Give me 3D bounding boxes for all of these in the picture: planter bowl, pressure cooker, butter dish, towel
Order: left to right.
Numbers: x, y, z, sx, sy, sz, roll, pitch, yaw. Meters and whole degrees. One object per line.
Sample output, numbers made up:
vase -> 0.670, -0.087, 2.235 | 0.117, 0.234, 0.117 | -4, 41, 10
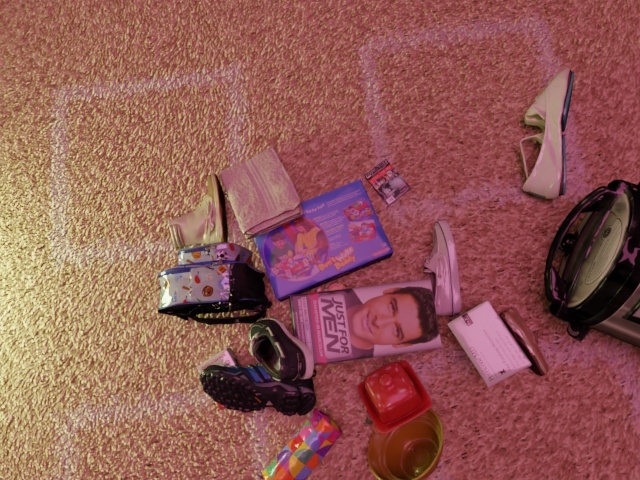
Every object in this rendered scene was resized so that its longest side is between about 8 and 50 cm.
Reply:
towel -> -0.174, -0.142, 1.391 | 0.187, 0.049, 0.282 | -26, 55, -5
butter dish -> 0.180, 0.382, 1.250 | 0.160, 0.118, 0.160 | -28, 44, -2
planter bowl -> 0.234, 0.532, 1.227 | 0.217, 0.217, 0.090 | -44, 115, -6
pressure cooker -> 0.777, 0.076, 1.183 | 0.420, 0.375, 0.370 | 24, 55, 8

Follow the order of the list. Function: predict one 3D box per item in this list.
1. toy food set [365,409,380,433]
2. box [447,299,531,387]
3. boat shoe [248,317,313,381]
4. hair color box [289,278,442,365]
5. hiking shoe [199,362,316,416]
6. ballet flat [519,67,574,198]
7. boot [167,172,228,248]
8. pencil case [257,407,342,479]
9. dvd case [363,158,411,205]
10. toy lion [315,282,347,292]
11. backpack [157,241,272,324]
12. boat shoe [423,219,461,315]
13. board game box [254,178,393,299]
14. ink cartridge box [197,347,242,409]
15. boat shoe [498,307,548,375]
toy food set -> 0.160, 0.464, 1.286 | 0.083, 0.020, 0.082 | -36, 41, -7
box -> 0.426, 0.257, 1.239 | 0.119, 0.182, 0.181 | -34, 75, 11
boat shoe -> -0.128, 0.269, 1.231 | 0.091, 0.302, 0.114 | 1, 93, -31
hair color box -> 0.114, 0.218, 1.290 | 0.375, 0.113, 0.185 | -6, 78, -6
hiking shoe -> -0.162, 0.373, 1.274 | 0.304, 0.132, 0.113 | 16, 116, -10
ballet flat -> 0.647, -0.315, 1.399 | 0.139, 0.139, 0.400 | 9, 79, 5
boot -> -0.364, -0.086, 1.424 | 0.165, 0.077, 0.213 | -8, 81, 3
pencil case -> -0.051, 0.551, 1.260 | 0.104, 0.104, 0.236 | 43, 83, 11
dvd case -> 0.198, -0.173, 1.442 | 0.087, 0.013, 0.119 | -38, 77, -5
toy lion -> 0.034, 0.169, 1.372 | 0.096, 0.034, 0.100 | 5, 78, -3
backpack -> -0.294, 0.117, 1.292 | 0.263, 0.276, 0.213 | -13, 73, 7
boat shoe -> 0.327, 0.076, 1.345 | 0.088, 0.096, 0.267 | -5, 84, 1
board game box -> 0.000, 0.000, 1.383 | 0.347, 0.078, 0.233 | -22, 78, -2
ink cartridge box -> -0.260, 0.377, 1.328 | 0.099, 0.056, 0.135 | -33, 79, -3
boat shoe -> 0.560, 0.267, 1.304 | 0.072, 0.068, 0.190 | -27, 77, -14
